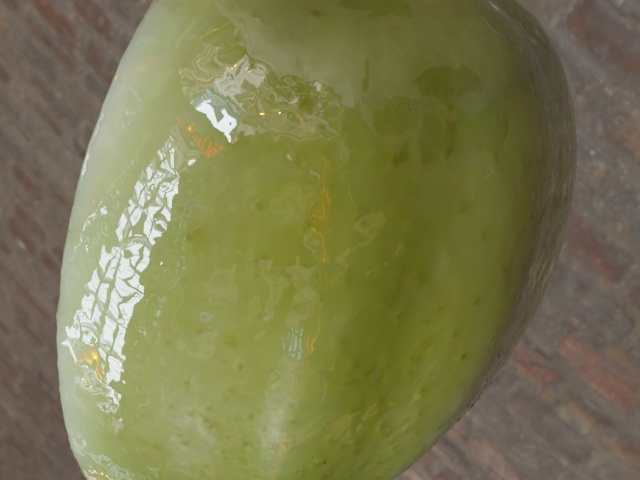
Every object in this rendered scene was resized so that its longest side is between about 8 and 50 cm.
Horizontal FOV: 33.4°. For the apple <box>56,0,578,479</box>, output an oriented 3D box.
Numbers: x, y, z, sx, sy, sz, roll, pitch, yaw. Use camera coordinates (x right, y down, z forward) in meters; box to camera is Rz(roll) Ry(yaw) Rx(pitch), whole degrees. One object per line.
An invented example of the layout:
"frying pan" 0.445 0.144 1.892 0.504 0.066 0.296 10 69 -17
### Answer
"apple" 0.000 0.000 0.677 0.311 0.320 0.360 -115 36 -64
